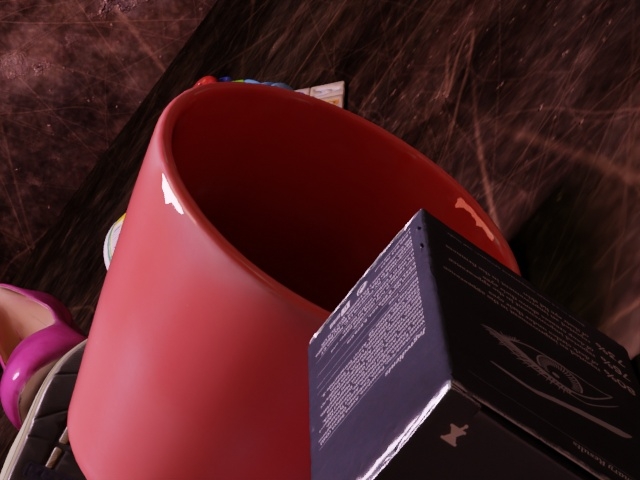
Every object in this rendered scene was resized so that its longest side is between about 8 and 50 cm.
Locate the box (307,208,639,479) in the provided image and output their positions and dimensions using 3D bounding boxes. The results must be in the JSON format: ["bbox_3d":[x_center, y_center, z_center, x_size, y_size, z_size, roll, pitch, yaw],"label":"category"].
[{"bbox_3d":[0.083,0.099,0.903,0.108,0.153,0.207,-51,14,19],"label":"box"}]

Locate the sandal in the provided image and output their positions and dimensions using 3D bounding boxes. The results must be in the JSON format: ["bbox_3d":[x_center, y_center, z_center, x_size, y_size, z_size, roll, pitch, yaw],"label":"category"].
[{"bbox_3d":[-0.270,0.221,1.849,0.302,0.120,0.086,-58,18,-6],"label":"sandal"}]

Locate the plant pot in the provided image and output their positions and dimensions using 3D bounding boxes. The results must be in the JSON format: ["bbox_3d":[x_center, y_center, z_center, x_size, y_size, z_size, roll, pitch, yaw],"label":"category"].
[{"bbox_3d":[-0.035,0.068,1.208,0.243,0.275,0.275,-60,11,29],"label":"plant pot"}]

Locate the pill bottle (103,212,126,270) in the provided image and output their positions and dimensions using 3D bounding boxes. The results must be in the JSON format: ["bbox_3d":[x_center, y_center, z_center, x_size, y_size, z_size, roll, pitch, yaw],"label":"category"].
[{"bbox_3d":[-0.148,-0.016,1.991,0.208,0.117,0.117,-38,22,51],"label":"pill bottle"}]

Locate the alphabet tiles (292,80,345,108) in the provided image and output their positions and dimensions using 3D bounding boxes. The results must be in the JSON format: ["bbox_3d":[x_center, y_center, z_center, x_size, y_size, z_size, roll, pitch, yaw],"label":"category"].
[{"bbox_3d":[-0.072,-0.107,1.913,0.198,0.009,0.237,-10,25,7],"label":"alphabet tiles"}]

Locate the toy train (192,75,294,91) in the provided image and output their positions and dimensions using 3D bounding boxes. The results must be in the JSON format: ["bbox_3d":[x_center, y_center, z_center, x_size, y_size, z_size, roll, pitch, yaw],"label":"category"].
[{"bbox_3d":[-0.127,-0.087,2.151,0.143,0.105,0.248,-3,53,56],"label":"toy train"}]

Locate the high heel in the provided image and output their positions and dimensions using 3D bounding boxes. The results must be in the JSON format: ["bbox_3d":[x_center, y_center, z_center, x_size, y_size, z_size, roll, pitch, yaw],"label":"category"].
[{"bbox_3d":[-0.342,0.118,1.998,0.127,0.181,0.377,-55,-4,-3],"label":"high heel"}]
